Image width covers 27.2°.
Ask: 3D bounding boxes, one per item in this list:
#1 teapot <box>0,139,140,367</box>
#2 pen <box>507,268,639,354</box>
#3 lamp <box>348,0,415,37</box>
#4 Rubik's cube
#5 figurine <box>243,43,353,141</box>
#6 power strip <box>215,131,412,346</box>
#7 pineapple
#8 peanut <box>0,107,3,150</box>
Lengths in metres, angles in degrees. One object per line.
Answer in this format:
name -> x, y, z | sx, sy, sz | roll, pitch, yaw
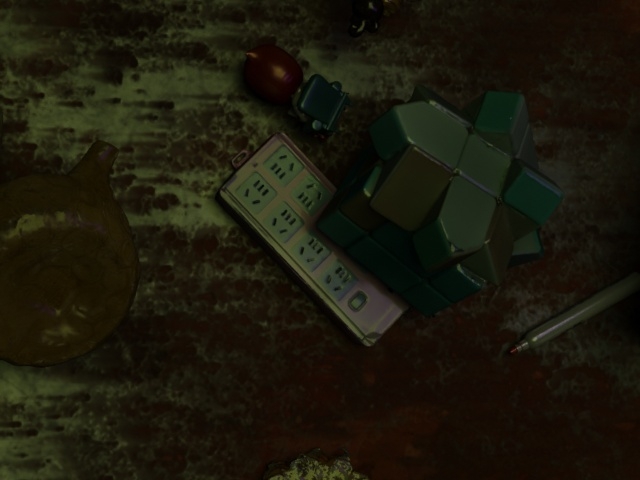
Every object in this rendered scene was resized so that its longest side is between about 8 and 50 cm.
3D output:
teapot -> -0.309, 0.026, 1.400 | 0.203, 0.167, 0.311 | 35, 97, -37
pen -> 0.321, 0.090, 1.635 | 0.218, 0.026, 0.026 | -27, 92, -17
lamp -> 0.079, -0.354, 1.572 | 0.118, 0.118, 0.253 | 4, 82, -16
Rubik's cube -> 0.149, -0.044, 1.480 | 0.265, 0.213, 0.224 | 38, 56, -11
figurine -> -0.032, -0.175, 1.537 | 0.140, 0.075, 0.068 | 34, 77, -12
power strip -> 0.000, 0.000, 1.546 | 0.279, 0.037, 0.109 | 47, 74, -7
pineapple -> -0.002, 0.337, 1.504 | 0.221, 0.047, 0.221 | 2, 82, -17
peanut -> -0.426, -0.170, 1.392 | 0.149, 0.149, 0.313 | -21, 84, -17
